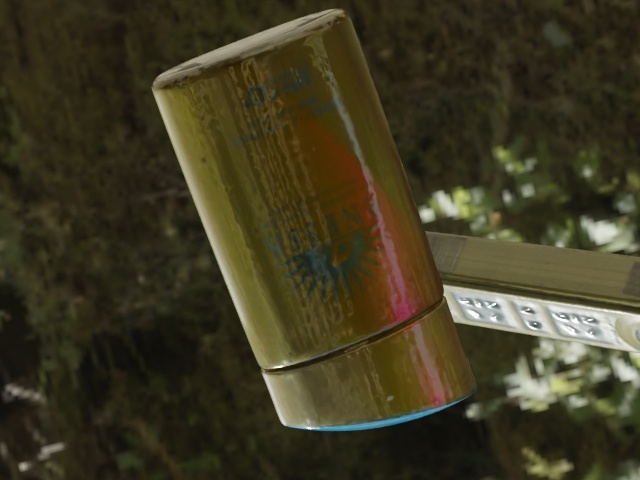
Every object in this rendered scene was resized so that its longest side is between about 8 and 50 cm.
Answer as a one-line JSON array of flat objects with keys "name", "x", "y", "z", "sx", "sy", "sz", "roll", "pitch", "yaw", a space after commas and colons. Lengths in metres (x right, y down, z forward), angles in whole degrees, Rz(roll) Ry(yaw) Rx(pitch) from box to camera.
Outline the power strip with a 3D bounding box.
[{"name": "power strip", "x": 0.195, "y": 0.049, "z": 1.412, "sx": 0.388, "sy": 0.066, "sz": 0.092, "roll": 7, "pitch": 149, "yaw": 31}]

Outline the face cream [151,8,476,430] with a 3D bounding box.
[{"name": "face cream", "x": 0.000, "y": 0.000, "z": 1.060, "sx": 0.139, "sy": 0.285, "sz": 0.067, "roll": -22, "pitch": -164, "yaw": -6}]
